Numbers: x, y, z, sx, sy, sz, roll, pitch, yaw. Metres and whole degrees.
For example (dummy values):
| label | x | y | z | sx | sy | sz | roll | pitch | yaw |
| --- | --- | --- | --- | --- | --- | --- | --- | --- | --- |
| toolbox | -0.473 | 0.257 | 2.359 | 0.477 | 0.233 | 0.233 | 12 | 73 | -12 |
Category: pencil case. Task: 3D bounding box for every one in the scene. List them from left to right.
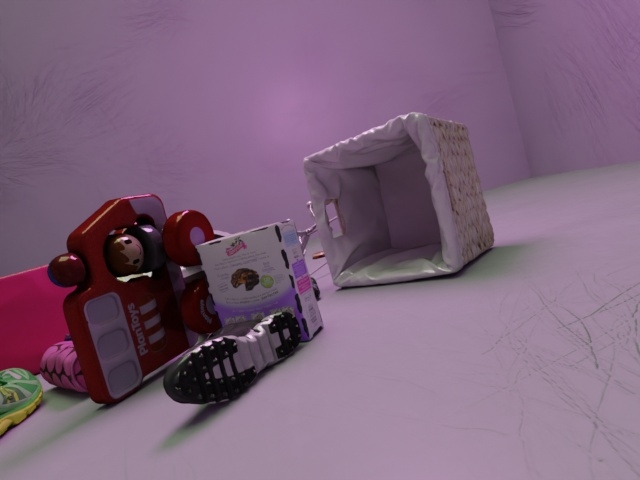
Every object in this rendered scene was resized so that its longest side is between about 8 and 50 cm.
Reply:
| label | x | y | z | sx | sy | sz | roll | pitch | yaw |
| --- | --- | --- | --- | --- | --- | --- | --- | --- | --- |
| pencil case | -0.444 | 0.227 | 0.797 | 0.098 | 0.095 | 0.210 | 2 | -8 | -45 |

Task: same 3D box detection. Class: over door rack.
| label | x | y | z | sx | sy | sz | roll | pitch | yaw |
| --- | --- | --- | --- | --- | --- | --- | --- | --- | --- |
| over door rack | 0.000 | 0.000 | 1.211 | 0.325 | 0.108 | 0.239 | -20 | -36 | -39 |

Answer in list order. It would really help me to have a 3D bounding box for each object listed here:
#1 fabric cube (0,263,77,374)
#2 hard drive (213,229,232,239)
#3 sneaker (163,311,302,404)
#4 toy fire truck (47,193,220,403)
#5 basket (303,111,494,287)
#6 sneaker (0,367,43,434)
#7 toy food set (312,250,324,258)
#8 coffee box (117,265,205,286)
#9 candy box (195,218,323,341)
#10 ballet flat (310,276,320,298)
| label | x | y | z | sx | sy | sz | roll | pitch | yaw |
| --- | --- | --- | --- | --- | --- | --- | --- | --- | --- |
| fabric cube | -0.756 | 0.206 | 1.122 | 0.258 | 0.253 | 0.259 | -21 | 7 | -35 |
| hard drive | -0.272 | 0.011 | 1.275 | 0.340 | 0.064 | 0.237 | 12 | -1 | 14 |
| sneaker | -0.129 | 0.161 | 0.587 | 0.106 | 0.078 | 0.234 | -17 | -1 | 32 |
| toy fire truck | -0.305 | 0.078 | 0.714 | 0.170 | 0.301 | 0.254 | -9 | 9 | 24 |
| basket | 0.188 | -0.089 | 0.998 | 0.332 | 0.327 | 0.267 | -13 | 3 | 43 |
| sneaker | -0.524 | 0.239 | 0.658 | 0.110 | 0.123 | 0.295 | -17 | 4 | -16 |
| toy food set | 0.004 | 0.059 | 1.828 | 0.083 | 0.020 | 0.083 | -18 | 4 | -25 |
| coffee box | -0.476 | 0.152 | 1.211 | 0.298 | 0.118 | 0.168 | -18 | -35 | -29 |
| candy box | -0.103 | 0.078 | 0.729 | 0.165 | 0.196 | 0.070 | -14 | 5 | 23 |
| ballet flat | -0.080 | 0.123 | 0.942 | 0.189 | 0.070 | 0.070 | -13 | 2 | -31 |
